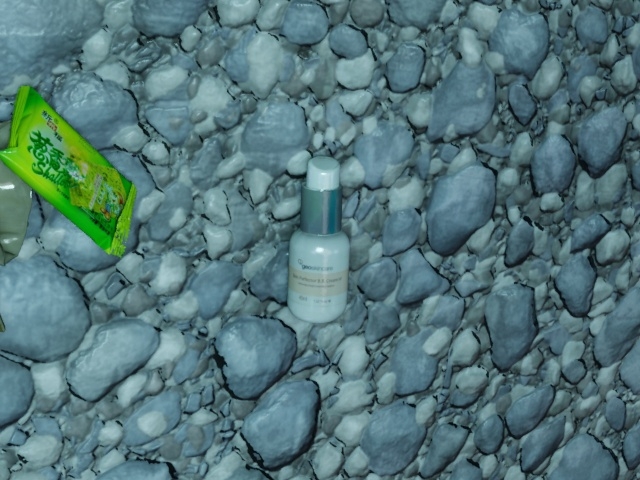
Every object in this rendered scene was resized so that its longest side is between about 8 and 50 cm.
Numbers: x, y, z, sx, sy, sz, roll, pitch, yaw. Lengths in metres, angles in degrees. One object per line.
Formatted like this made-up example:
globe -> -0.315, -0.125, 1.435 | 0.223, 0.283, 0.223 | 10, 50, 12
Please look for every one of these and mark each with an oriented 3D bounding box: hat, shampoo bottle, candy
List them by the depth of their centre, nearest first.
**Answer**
hat -> -0.374, -0.054, 1.113 | 0.175, 0.085, 0.147 | 15, 60, -13
candy -> -0.255, -0.069, 1.150 | 0.178, 0.032, 0.102 | 47, 40, -36
shampoo bottle -> 0.000, 0.000, 1.320 | 0.074, 0.074, 0.192 | -6, 112, -26

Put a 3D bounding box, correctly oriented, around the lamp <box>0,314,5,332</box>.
lamp -> -0.441, 0.124, 1.029 | 0.325, 0.090, 0.089 | -43, 127, -47
